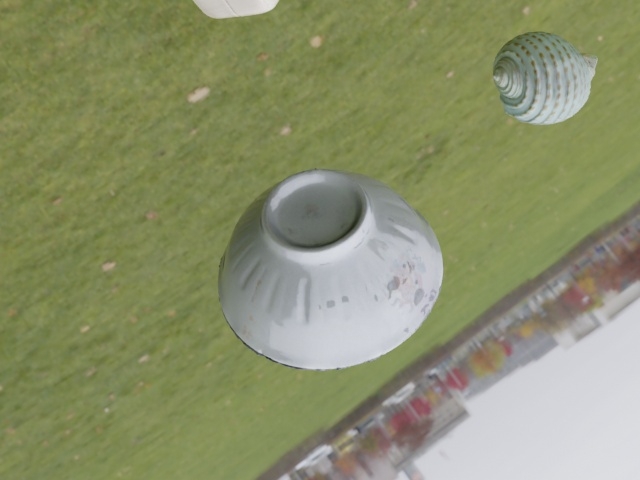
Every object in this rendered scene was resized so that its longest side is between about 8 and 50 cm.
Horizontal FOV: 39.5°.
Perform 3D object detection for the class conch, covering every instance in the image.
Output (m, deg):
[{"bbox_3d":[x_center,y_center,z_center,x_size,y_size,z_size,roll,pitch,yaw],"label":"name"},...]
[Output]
[{"bbox_3d":[0.313,-0.221,1.243,0.102,0.153,0.135,-83,179,-63],"label":"conch"}]

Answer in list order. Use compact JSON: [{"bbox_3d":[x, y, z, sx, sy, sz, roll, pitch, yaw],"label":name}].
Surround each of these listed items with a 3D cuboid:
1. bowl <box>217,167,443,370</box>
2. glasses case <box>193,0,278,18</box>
[{"bbox_3d":[0.000,0.000,0.705,0.189,0.189,0.086,-33,144,-15],"label":"bowl"},{"bbox_3d":[-0.061,-0.380,0.843,0.076,0.336,0.144,0,152,30],"label":"glasses case"}]
